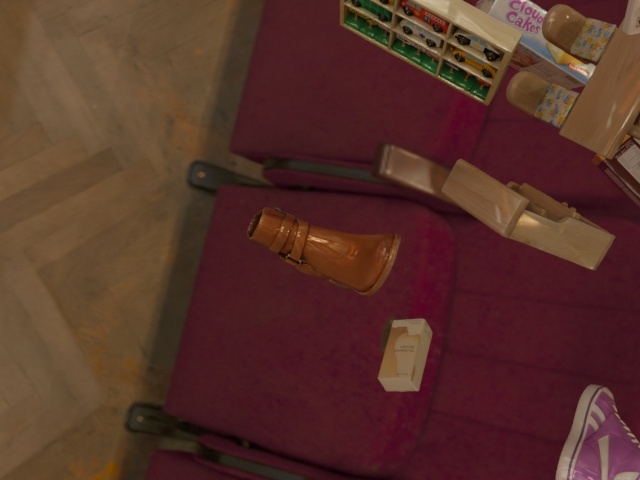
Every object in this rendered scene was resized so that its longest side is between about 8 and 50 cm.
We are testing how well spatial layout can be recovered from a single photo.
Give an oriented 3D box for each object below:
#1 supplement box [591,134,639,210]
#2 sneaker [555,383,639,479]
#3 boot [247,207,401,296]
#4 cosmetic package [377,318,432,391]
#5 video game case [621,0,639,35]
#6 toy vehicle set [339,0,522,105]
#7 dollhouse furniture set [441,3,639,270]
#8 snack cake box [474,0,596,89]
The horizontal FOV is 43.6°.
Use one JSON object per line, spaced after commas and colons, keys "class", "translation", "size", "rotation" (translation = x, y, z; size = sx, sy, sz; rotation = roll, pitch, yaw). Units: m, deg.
{"class": "supplement box", "translation": [0.740, -0.177, 1.754], "size": [0.191, 0.129, 0.194], "rotation": [-42, 81, 10]}
{"class": "sneaker", "translation": [0.503, 0.349, 1.348], "size": [0.282, 0.161, 0.102], "rotation": [-43, 133, -54]}
{"class": "boot", "translation": [0.000, 0.000, 1.363], "size": [0.220, 0.283, 0.109], "rotation": [28, 79, -14]}
{"class": "cosmetic package", "translation": [0.137, 0.184, 1.284], "size": [0.041, 0.060, 0.115], "rotation": [56, 39, -37]}
{"class": "video game case", "translation": [0.306, -0.240, 0.678], "size": [0.087, 0.011, 0.122], "rotation": [-15, 131, -15]}
{"class": "toy vehicle set", "translation": [0.149, -0.305, 1.151], "size": [0.266, 0.166, 0.035], "rotation": [31, 77, 10]}
{"class": "dollhouse furniture set", "translation": [0.420, -0.183, 1.302], "size": [0.256, 0.362, 0.394], "rotation": [17, 107, -35]}
{"class": "snack cake box", "translation": [0.452, -0.426, 1.714], "size": [0.264, 0.152, 0.089], "rotation": [29, 90, -11]}
